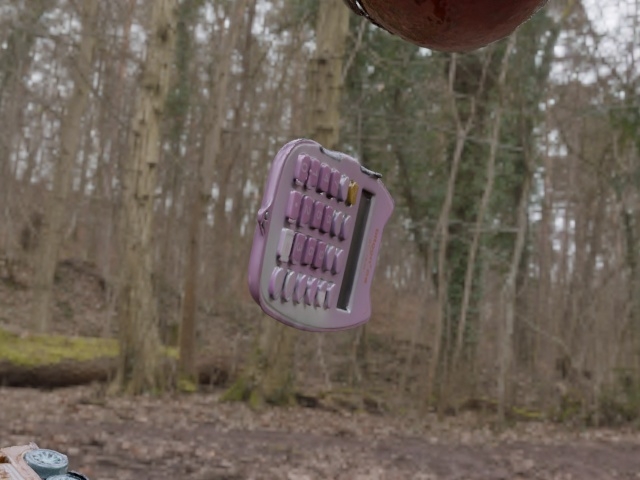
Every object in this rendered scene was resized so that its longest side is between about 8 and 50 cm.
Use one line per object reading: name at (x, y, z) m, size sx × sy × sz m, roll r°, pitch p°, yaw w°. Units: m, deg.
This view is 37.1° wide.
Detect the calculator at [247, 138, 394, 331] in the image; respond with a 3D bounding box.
calculator at (-0.001, -0.001, 1.017) m, size 0.043 × 0.194 × 0.294 m, roll 11°, pitch -5°, yaw 26°

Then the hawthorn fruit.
hawthorn fruit at (0.152, -0.354, 1.044) m, size 0.315 × 0.316 × 0.316 m, roll 2°, pitch -15°, yaw 1°

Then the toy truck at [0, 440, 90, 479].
toy truck at (-0.321, 0.351, 1.041) m, size 0.184 × 0.133 × 0.338 m, roll 8°, pitch 11°, yaw -43°
